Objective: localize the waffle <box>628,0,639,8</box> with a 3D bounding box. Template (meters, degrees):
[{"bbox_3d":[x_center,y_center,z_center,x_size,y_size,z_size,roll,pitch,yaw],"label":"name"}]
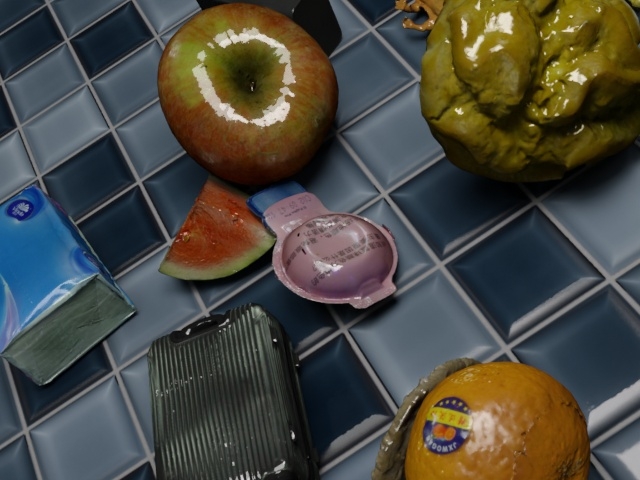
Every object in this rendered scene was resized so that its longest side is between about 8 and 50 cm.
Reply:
[{"bbox_3d":[0.545,-0.508,1.427,0.283,0.065,0.309,-28,53,5],"label":"waffle"}]

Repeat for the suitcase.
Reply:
[{"bbox_3d":[-0.118,0.248,1.163,0.202,0.128,0.312,-22,53,9],"label":"suitcase"}]

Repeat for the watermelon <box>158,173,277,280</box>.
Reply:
[{"bbox_3d":[-0.172,-0.005,1.383,0.193,0.137,0.145,43,112,37],"label":"watermelon"}]

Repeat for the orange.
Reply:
[{"bbox_3d":[0.196,0.244,0.980,0.193,0.219,0.219,-5,51,56],"label":"orange"}]

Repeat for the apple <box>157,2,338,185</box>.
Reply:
[{"bbox_3d":[-0.116,-0.228,1.425,0.278,0.250,0.309,-19,73,-8],"label":"apple"}]

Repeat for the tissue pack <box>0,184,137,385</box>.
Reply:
[{"bbox_3d":[-0.458,0.066,1.419,0.198,0.146,0.263,-40,52,-6],"label":"tissue pack"}]

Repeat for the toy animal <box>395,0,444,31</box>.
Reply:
[{"bbox_3d":[0.218,-0.392,1.483,0.116,0.114,0.255,-4,48,-33],"label":"toy animal"}]

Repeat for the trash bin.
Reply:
[{"bbox_3d":[-0.090,-0.411,1.573,0.226,0.165,0.115,23,69,31],"label":"trash bin"}]

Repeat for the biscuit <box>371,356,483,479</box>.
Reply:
[{"bbox_3d":[0.123,0.232,1.067,0.032,0.133,0.250,22,69,39],"label":"biscuit"}]

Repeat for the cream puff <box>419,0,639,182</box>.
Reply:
[{"bbox_3d":[0.304,-0.224,1.168,0.257,0.324,0.291,18,41,30],"label":"cream puff"}]

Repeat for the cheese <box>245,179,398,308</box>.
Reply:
[{"bbox_3d":[0.000,0.000,1.292,0.189,0.074,0.286,-28,51,-26],"label":"cheese"}]
